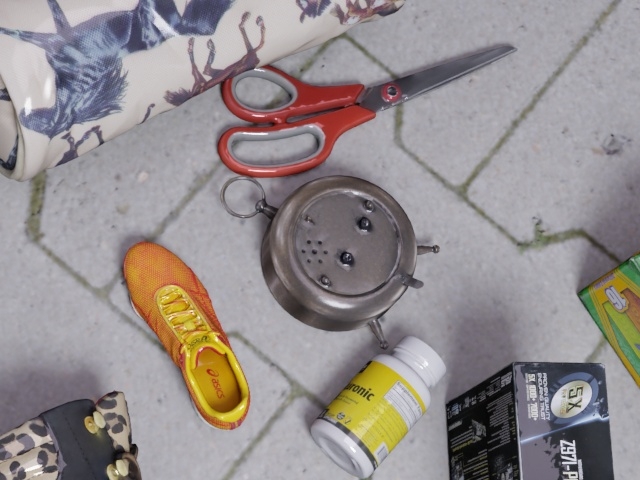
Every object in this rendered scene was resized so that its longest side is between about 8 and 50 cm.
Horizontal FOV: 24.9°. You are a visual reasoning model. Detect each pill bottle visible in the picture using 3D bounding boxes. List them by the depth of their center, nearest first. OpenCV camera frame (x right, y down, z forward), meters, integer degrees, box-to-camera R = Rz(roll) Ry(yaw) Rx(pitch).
[{"bbox_3d":[0.051,0.136,1.209,0.065,0.065,0.116,43,69,3],"label":"pill bottle"}]

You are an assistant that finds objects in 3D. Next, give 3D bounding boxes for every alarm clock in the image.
[{"bbox_3d":[0.000,0.000,1.243,0.192,0.064,0.129,29,70,1],"label":"alarm clock"}]

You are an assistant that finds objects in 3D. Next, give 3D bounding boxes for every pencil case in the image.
[{"bbox_3d":[-0.121,-0.198,1.226,0.410,0.183,0.160,-27,109,-18],"label":"pencil case"}]

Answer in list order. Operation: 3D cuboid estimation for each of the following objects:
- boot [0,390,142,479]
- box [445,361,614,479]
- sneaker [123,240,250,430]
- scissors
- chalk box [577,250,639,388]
[{"bbox_3d":[-0.112,0.248,1.106,0.377,0.138,0.284,-24,78,-16],"label":"boot"},{"bbox_3d":[0.165,0.185,1.156,0.077,0.180,0.147,2,73,-12],"label":"box"},{"bbox_3d":[-0.104,0.072,1.193,0.064,0.067,0.175,-30,80,-17],"label":"sneaker"},{"bbox_3d":[0.049,-0.118,1.313,0.297,0.021,0.109,-6,72,-15],"label":"scissors"},{"bbox_3d":[0.349,0.089,1.253,0.132,0.132,0.213,-30,80,-19],"label":"chalk box"}]
